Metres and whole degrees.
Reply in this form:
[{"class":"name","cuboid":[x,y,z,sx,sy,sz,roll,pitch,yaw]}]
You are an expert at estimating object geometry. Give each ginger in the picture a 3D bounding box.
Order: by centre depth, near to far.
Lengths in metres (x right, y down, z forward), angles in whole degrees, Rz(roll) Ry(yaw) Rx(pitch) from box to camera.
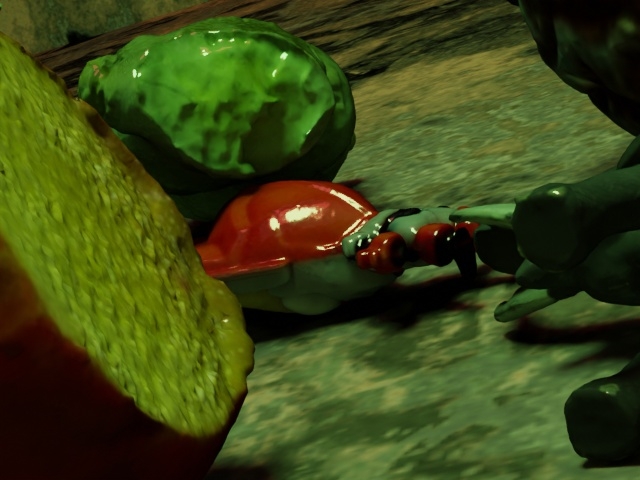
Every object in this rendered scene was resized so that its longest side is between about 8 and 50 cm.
[{"class":"ginger","cuboid":[-0.050,-0.056,0.829,0.137,0.089,0.290,-24,-3,7]}]

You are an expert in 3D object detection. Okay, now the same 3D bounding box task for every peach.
[{"class":"peach","cuboid":[-0.105,0.025,0.480,0.192,0.190,0.190,-23,14,-26]}]

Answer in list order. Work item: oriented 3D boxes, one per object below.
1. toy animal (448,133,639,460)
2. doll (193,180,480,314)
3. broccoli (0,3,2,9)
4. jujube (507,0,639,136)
[{"class":"toy animal","cuboid":[0.115,0.003,0.505,0.269,0.082,0.137,-9,12,47]},{"class":"doll","cuboid":[0.000,0.000,0.702,0.169,0.057,0.109,-9,12,42]},{"class":"broccoli","cuboid":[-0.225,-0.015,0.678,0.259,0.235,0.288,-11,26,33]},{"class":"jujube","cuboid":[0.205,-0.130,0.641,0.226,0.226,0.317,-24,12,-26]}]
